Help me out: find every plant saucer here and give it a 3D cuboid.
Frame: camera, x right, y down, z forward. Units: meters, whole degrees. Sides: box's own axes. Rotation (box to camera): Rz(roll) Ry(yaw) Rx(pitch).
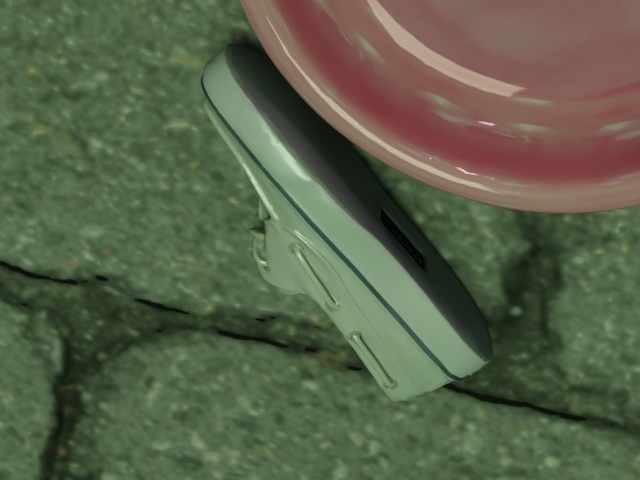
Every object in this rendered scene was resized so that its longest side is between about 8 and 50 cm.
[{"bbox_3d":[0.111,-0.171,0.857,0.332,0.084,0.332,12,130,15],"label":"plant saucer"}]

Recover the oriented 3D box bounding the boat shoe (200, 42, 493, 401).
[{"bbox_3d":[0.000,0.000,0.994,0.084,0.095,0.258,-33,107,21],"label":"boat shoe"}]
